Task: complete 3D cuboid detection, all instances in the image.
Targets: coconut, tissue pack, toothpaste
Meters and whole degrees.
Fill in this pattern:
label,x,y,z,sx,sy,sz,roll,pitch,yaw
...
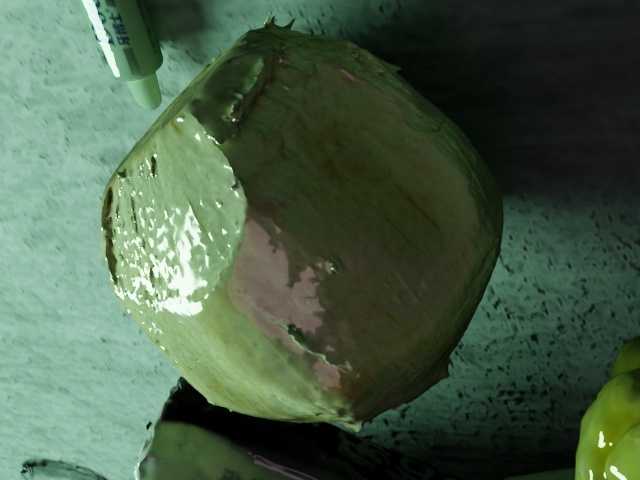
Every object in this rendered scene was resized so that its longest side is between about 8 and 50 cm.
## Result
label,x,y,z,sx,sy,sz,roll,pitch,yaw
coconut,-0.002,0.001,0.678,0.194,0.194,0.194,15,138,13
tissue pack,0.015,0.188,0.837,0.245,0.123,0.332,19,166,4
toothpaste,-0.113,-0.147,0.693,0.048,0.029,0.197,3,131,24

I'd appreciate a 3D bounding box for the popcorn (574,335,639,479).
label,x,y,z,sx,sy,sz,roll,pitch,yaw
popcorn,0.259,0.126,0.647,0.286,0.215,0.252,20,143,3

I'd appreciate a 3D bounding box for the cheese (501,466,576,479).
label,x,y,z,sx,sy,sz,roll,pitch,yaw
cheese,0.190,0.157,0.845,0.194,0.043,0.065,-20,127,38
